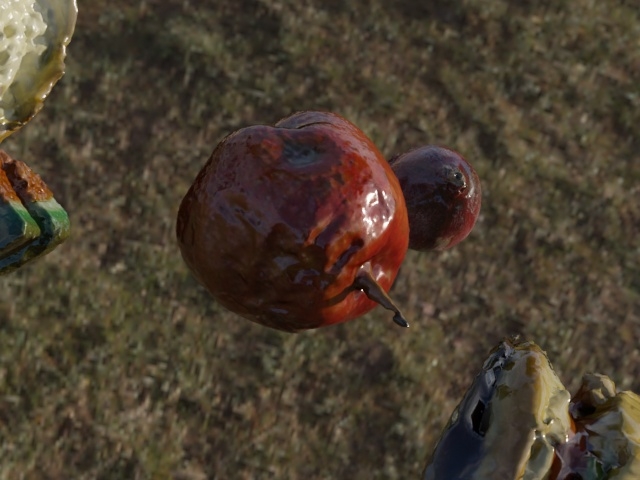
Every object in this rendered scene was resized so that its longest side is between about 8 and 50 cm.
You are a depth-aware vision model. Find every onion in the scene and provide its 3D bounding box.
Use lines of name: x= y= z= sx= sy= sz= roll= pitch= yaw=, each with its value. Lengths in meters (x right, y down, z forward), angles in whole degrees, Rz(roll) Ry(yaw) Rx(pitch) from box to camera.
onion: x=0.166 y=-0.068 z=1.962 sx=0.159 sy=0.195 sz=0.159 roll=5 pitch=74 yaw=-19

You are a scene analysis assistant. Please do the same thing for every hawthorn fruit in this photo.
hawthorn fruit: x=0.000 y=0.000 z=1.221 sx=0.207 sy=0.207 sz=0.243 roll=-19 pitch=45 yaw=-40

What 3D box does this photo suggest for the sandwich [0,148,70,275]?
sandwich: x=-0.417 y=-0.042 z=1.469 sx=0.292 sy=0.212 sz=0.109 roll=12 pitch=0 yaw=2

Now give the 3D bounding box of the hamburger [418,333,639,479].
hamburger: x=0.134 y=0.186 z=0.809 sx=0.163 sy=0.244 sz=0.244 roll=20 pitch=35 yaw=16

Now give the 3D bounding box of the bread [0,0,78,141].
bread: x=-0.498 y=-0.225 z=1.808 sx=0.250 sy=0.394 sz=0.361 roll=38 pitch=54 yaw=-14
